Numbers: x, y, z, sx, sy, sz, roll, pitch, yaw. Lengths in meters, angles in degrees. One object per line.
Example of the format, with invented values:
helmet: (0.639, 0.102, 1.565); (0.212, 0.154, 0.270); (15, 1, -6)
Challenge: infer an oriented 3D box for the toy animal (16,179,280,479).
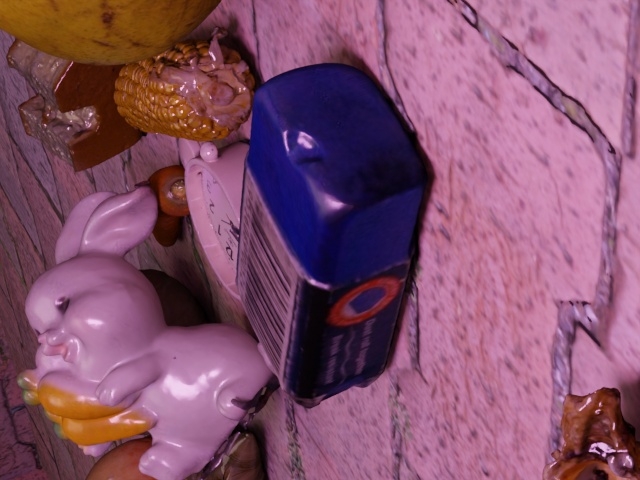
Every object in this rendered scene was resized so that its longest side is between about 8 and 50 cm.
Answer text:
toy animal: (-0.197, 0.106, 1.728); (0.310, 0.247, 0.183); (38, 152, 2)

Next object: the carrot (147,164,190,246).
carrot: (-0.178, -0.043, 1.847); (0.271, 0.066, 0.062); (146, 142, -74)

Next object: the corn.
corn: (-0.142, -0.148, 1.542); (0.293, 0.106, 0.106); (12, 122, 68)

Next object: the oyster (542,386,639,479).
oyster: (0.204, 0.238, 1.047); (0.129, 0.078, 0.345); (14, 124, 43)

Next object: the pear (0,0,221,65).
pear: (-0.180, -0.270, 1.292); (0.307, 0.253, 0.253); (11, 122, 55)

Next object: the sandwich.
sandwich: (-0.287, -0.207, 1.855); (0.122, 0.128, 0.235); (42, 150, 38)

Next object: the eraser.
eraser: (0.000, 0.000, 1.303); (0.155, 0.101, 0.332); (61, 160, 27)

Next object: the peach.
peach: (-0.209, 0.366, 2.161); (0.232, 0.232, 0.232); (55, 158, 35)

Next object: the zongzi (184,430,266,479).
zongzi: (-0.137, 0.248, 2.000); (0.205, 0.094, 0.204); (53, 153, 40)

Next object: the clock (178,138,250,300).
clock: (-0.075, -0.021, 1.559); (0.229, 0.063, 0.155); (55, 156, 28)

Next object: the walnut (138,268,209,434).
walnut: (-0.233, 0.140, 1.984); (0.224, 0.224, 0.224); (55, 158, 35)
